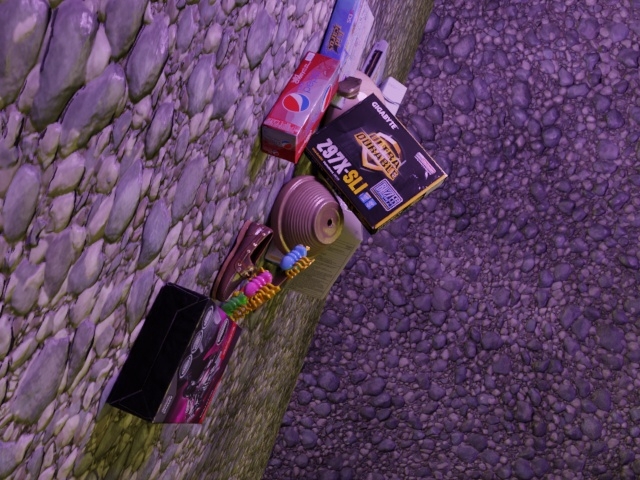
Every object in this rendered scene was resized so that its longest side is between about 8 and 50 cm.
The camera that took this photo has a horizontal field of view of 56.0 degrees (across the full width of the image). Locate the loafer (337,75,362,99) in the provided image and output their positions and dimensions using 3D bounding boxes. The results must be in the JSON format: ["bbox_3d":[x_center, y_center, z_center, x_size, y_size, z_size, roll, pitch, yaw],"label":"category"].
[{"bbox_3d":[0.078,-0.389,1.561,0.148,0.056,0.050,-54,156,-60],"label":"loafer"}]

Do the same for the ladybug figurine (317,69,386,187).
[{"bbox_3d":[0.103,-0.331,1.928,0.449,0.162,0.305,99,14,-55],"label":"ladybug figurine"}]

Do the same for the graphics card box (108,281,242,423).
[{"bbox_3d":[-0.264,0.236,1.184,0.371,0.094,0.232,82,30,-72],"label":"graphics card box"}]

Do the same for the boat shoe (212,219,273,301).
[{"bbox_3d":[-0.176,0.050,1.374,0.073,0.073,0.207,89,25,-71],"label":"boat shoe"}]

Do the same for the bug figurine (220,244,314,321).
[{"bbox_3d":[-0.145,0.107,1.478,0.279,0.072,0.216,-36,-177,42],"label":"bug figurine"}]

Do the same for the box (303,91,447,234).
[{"bbox_3d":[0.145,-0.214,1.664,0.257,0.322,0.079,-36,167,-7],"label":"box"}]

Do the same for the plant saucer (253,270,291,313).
[{"bbox_3d":[-0.147,0.146,1.774,0.168,0.029,0.168,-48,177,-3],"label":"plant saucer"}]

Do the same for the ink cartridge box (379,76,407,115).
[{"bbox_3d":[0.228,-0.497,2.294,0.208,0.087,0.153,-65,-165,-14],"label":"ink cartridge box"}]

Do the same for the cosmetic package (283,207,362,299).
[{"bbox_3d":[0.003,0.036,1.929,0.129,0.153,0.296,-88,-156,-48],"label":"cosmetic package"}]

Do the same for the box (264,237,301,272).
[{"bbox_3d":[-0.069,-0.036,1.753,0.060,0.100,0.244,81,31,-77],"label":"box"}]

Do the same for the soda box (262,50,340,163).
[{"bbox_3d":[-0.041,-0.301,1.345,0.092,0.083,0.263,97,17,-56],"label":"soda box"}]

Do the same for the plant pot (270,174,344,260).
[{"bbox_3d":[-0.014,-0.057,1.641,0.237,0.110,0.237,-13,108,-45],"label":"plant pot"}]

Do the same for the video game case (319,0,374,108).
[{"bbox_3d":[0.057,-0.493,1.581,0.244,0.061,0.269,-27,138,-78],"label":"video game case"}]

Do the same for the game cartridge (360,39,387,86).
[{"bbox_3d":[0.168,-0.558,2.184,0.198,0.062,0.297,88,24,-60],"label":"game cartridge"}]

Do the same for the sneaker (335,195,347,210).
[{"bbox_3d":[-0.001,-0.024,2.231,0.321,0.125,0.180,-60,177,8],"label":"sneaker"}]
